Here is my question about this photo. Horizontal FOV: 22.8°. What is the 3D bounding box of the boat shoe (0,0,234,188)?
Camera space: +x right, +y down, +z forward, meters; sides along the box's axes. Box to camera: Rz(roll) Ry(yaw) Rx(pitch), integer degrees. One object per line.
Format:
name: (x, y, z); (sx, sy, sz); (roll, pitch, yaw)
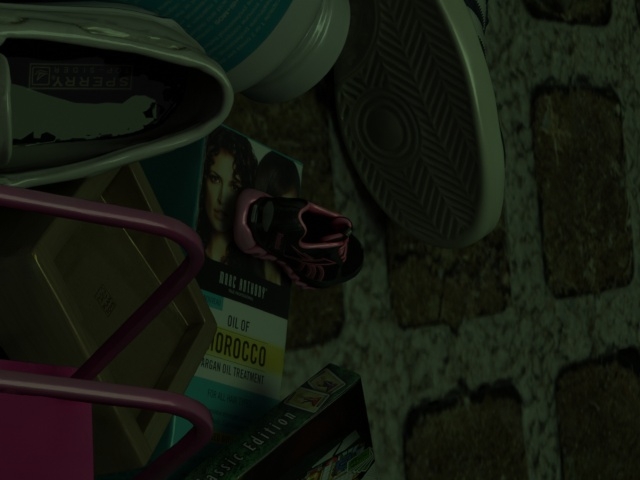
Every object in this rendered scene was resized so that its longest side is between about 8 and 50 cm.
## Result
boat shoe: (-0.167, -0.062, 0.725); (0.267, 0.088, 0.096); (-3, 108, -33)

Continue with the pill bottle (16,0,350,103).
pill bottle: (-0.093, -0.169, 0.866); (0.264, 0.146, 0.146); (32, 61, -49)

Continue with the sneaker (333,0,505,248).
sneaker: (0.080, -0.173, 1.123); (0.148, 0.131, 0.350); (-30, 110, -48)

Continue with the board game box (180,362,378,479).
board game box: (-0.064, 0.190, 0.874); (0.260, 0.030, 0.136); (-35, 134, -34)

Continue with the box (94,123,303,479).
box: (-0.071, 0.058, 0.942); (0.100, 0.060, 0.244); (23, 68, -52)

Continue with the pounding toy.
pounding toy: (-0.133, 0.079, 0.793); (0.181, 0.094, 0.206); (66, 25, -23)

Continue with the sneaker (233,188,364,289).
sneaker: (0.000, 0.000, 0.947); (0.119, 0.057, 0.047); (23, 66, -55)

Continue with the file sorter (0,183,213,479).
file sorter: (-0.144, 0.140, 0.533); (0.202, 0.182, 0.290); (9, 59, -27)
